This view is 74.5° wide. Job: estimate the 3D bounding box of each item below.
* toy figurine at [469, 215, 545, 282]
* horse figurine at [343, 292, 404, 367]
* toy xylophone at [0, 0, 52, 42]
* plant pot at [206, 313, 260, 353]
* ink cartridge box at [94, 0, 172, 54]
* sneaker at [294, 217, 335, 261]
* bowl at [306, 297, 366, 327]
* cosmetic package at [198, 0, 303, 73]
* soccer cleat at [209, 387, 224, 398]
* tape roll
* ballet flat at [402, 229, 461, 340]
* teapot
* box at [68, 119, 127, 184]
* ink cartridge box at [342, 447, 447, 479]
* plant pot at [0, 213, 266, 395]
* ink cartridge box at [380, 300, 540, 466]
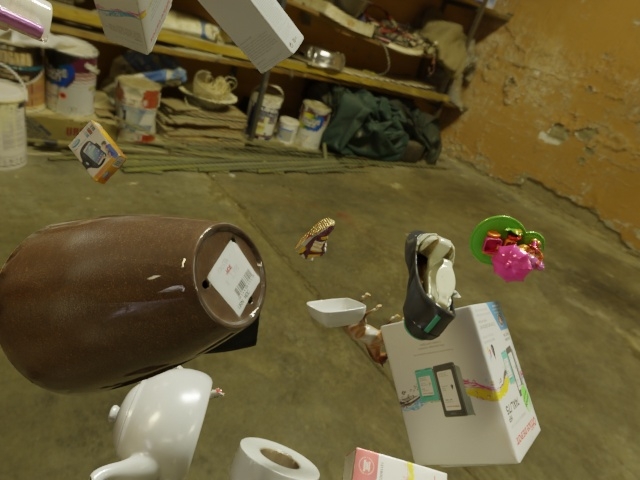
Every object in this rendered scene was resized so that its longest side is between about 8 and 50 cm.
[{"bbox_3d":[0.433,0.036,0.929,0.173,0.130,0.159,9,25,3],"label":"toy figurine"},{"bbox_3d":[0.155,0.274,1.326,0.263,0.174,0.066,34,11,-26],"label":"horse figurine"},{"bbox_3d":[-0.677,-0.486,0.837,0.236,0.081,0.323,14,11,-44],"label":"toy xylophone"},{"bbox_3d":[-0.275,0.244,1.327,0.167,0.187,0.187,6,4,-8],"label":"plant pot"},{"bbox_3d":[-0.490,-0.685,1.099,0.131,0.306,0.225,18,72,-12],"label":"ink cartridge box"},{"bbox_3d":[0.000,0.000,1.342,0.084,0.186,0.069,39,42,-16],"label":"sneaker"},{"bbox_3d":[0.043,0.200,1.160,0.142,0.053,0.142,-4,4,-22],"label":"bowl"},{"bbox_3d":[-0.160,-0.510,0.954,0.231,0.118,0.085,46,50,-32],"label":"cosmetic package"},{"bbox_3d":[-0.309,0.441,1.204,0.083,0.029,0.035,-1,36,36],"label":"soccer cleat"},{"bbox_3d":[-0.149,0.756,1.372,0.287,0.100,0.286,21,-12,5],"label":"tape roll"},{"bbox_3d":[0.149,0.038,0.553,0.074,0.074,0.203,20,41,-1],"label":"ballet flat"},{"bbox_3d":[-0.350,0.381,0.897,0.187,0.256,0.252,17,67,-10],"label":"teapot"},{"bbox_3d":[-0.493,-0.199,0.923,0.136,0.081,0.028,47,7,13],"label":"box"},{"bbox_3d":[0.134,0.421,0.670,0.198,0.067,0.115,18,49,-4],"label":"ink cartridge box"},{"bbox_3d":[-0.183,0.057,0.469,0.231,0.215,0.215,-13,14,28],"label":"plant pot"},{"bbox_3d":[0.280,0.278,0.847,0.198,0.197,0.269,6,67,-53],"label":"ink cartridge box"}]
